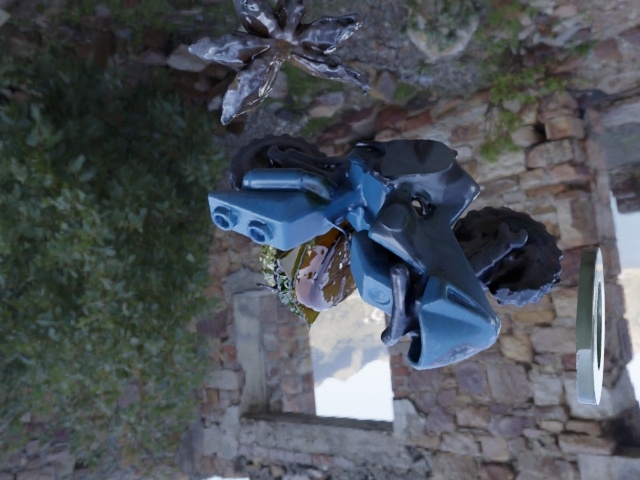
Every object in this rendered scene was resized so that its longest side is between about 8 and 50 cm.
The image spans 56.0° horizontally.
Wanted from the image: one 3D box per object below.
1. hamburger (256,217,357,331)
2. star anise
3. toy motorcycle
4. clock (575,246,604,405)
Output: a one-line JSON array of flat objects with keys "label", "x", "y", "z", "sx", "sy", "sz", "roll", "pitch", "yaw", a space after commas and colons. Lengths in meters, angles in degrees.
[{"label": "hamburger", "x": 0.000, "y": 0.000, "z": 0.929, "sx": 0.138, "sy": 0.243, "sz": 0.262, "roll": 34, "pitch": 153, "yaw": 26}, {"label": "star anise", "x": -0.051, "y": -0.236, "z": 0.695, "sx": 0.207, "sy": 0.172, "sz": 0.063, "roll": -12, "pitch": -177, "yaw": -2}, {"label": "toy motorcycle", "x": 0.056, "y": 0.000, "z": 0.683, "sx": 0.415, "sy": 0.232, "sz": 0.172, "roll": 23, "pitch": 143, "yaw": 14}, {"label": "clock", "x": 0.399, "y": 0.125, "z": 0.895, "sx": 0.029, "sy": 0.235, "sz": 0.235, "roll": 0, "pitch": 175, "yaw": 28}]
